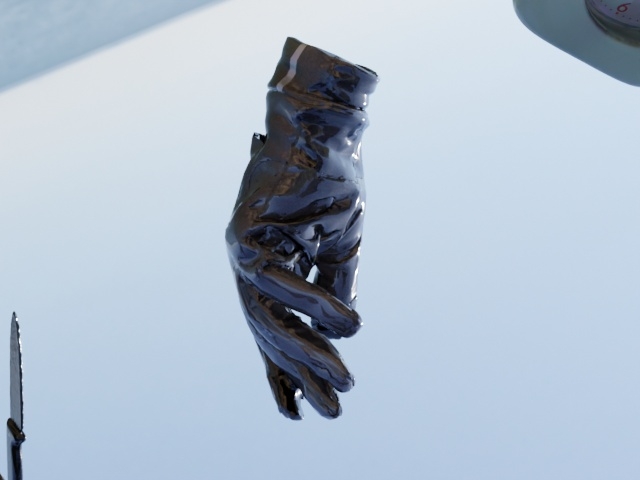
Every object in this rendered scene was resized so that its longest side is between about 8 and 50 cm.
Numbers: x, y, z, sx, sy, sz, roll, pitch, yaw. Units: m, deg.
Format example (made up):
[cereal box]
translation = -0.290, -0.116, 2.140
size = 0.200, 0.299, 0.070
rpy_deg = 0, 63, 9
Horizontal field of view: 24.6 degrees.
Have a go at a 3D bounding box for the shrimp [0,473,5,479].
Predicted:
[shrimp]
translation = -0.295, 0.170, 1.094
size = 0.117, 0.262, 0.066
rpy_deg = -29, -163, 20

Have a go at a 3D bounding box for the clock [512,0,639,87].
[clock]
translation = 0.234, -0.187, 0.974
size = 0.191, 0.151, 0.062
rpy_deg = -39, -144, 44

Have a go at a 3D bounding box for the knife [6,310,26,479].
[knife]
translation = -0.229, 0.126, 1.103
size = 0.010, 0.170, 0.023
rpy_deg = -18, -144, -37

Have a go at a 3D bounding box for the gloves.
[gloves]
translation = -0.008, -0.006, 1.092
size = 0.119, 0.285, 0.142
rpy_deg = 3, -177, 29
